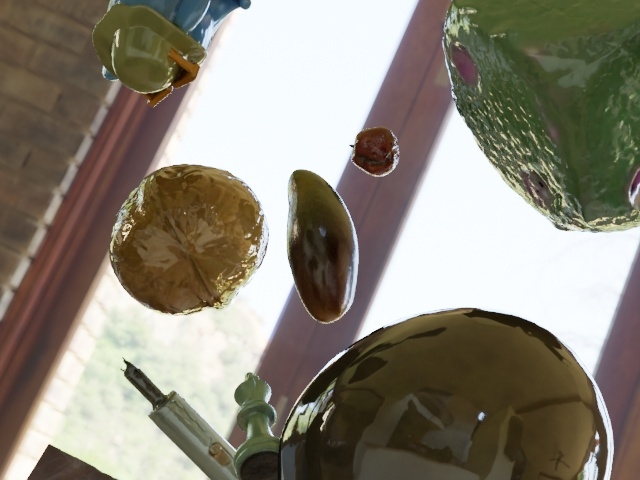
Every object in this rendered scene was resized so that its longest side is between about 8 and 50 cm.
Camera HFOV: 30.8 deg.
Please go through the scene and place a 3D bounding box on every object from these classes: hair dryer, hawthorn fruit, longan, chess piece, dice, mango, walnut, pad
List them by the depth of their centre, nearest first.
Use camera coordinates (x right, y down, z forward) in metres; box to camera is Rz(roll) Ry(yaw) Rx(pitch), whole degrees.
[{"bbox_3d":[0.111,0.213,1.054,0.318,0.319,0.319,22,-16,6],"label":"longan"},{"bbox_3d":[-0.065,0.182,1.179,0.059,0.059,0.149,32,22,-28],"label":"chess piece"},{"bbox_3d":[-0.152,0.000,1.372,0.193,0.193,0.225,28,0,-15],"label":"walnut"},{"bbox_3d":[-0.131,0.279,1.484,0.357,0.107,0.173,45,-29,-5],"label":"hair dryer"},{"bbox_3d":[0.371,-0.219,1.502,0.318,0.322,0.330,49,-15,49],"label":"dice"},{"bbox_3d":[0.000,0.000,1.824,0.111,0.268,0.133,-23,-31,23],"label":"mango"},{"bbox_3d":[0.092,-0.156,2.020,0.093,0.093,0.093,22,-16,6],"label":"hawthorn fruit"},{"bbox_3d":[-0.486,0.492,2.299,0.187,0.113,0.006,26,-28,4],"label":"pad"}]

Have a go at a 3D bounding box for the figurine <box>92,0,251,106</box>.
[{"bbox_3d":[-0.191,-0.301,1.473,0.179,0.262,0.154,8,-25,23],"label":"figurine"}]
